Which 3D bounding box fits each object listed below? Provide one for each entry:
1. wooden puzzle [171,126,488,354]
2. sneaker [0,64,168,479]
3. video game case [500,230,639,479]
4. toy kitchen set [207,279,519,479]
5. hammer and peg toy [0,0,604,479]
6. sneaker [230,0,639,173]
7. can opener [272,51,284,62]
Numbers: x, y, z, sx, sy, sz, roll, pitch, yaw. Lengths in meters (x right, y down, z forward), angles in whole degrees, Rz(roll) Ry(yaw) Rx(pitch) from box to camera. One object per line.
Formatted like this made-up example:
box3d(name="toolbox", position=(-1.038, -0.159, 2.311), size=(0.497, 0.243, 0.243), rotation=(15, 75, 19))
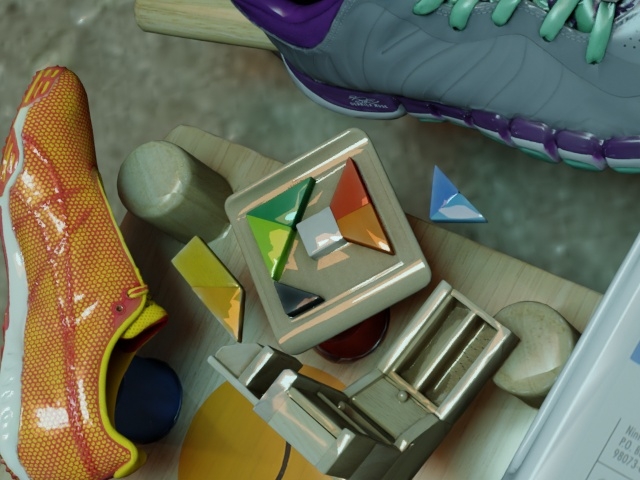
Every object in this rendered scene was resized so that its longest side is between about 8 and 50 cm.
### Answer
box3d(name="wooden puzzle", position=(0.000, 0.000, 0.504), size=(0.116, 0.014, 0.078), rotation=(-35, 66, 9))
box3d(name="sneaker", position=(-0.096, 0.013, 0.522), size=(0.067, 0.064, 0.175), rotation=(-5, 78, -1))
box3d(name="video game case", position=(0.243, 0.097, 0.438), size=(0.329, 0.036, 0.300), rotation=(29, 91, 1))
box3d(name="toy kitchen set", position=(0.013, 0.037, 0.449), size=(0.068, 0.083, 0.075), rotation=(38, 92, 25))
box3d(name="hammer and peg toy", position=(0.001, 0.051, 0.569), size=(0.266, 0.127, 0.361), rotation=(23, 85, 25))
box3d(name="sneaker", position=(0.057, -0.078, 0.431), size=(0.224, 0.098, 0.083), rotation=(5, 74, 37))
box3d(name="can opener", position=(-0.076, -0.159, 0.672), size=(0.280, 0.074, 0.093), rotation=(39, 79, 22))
